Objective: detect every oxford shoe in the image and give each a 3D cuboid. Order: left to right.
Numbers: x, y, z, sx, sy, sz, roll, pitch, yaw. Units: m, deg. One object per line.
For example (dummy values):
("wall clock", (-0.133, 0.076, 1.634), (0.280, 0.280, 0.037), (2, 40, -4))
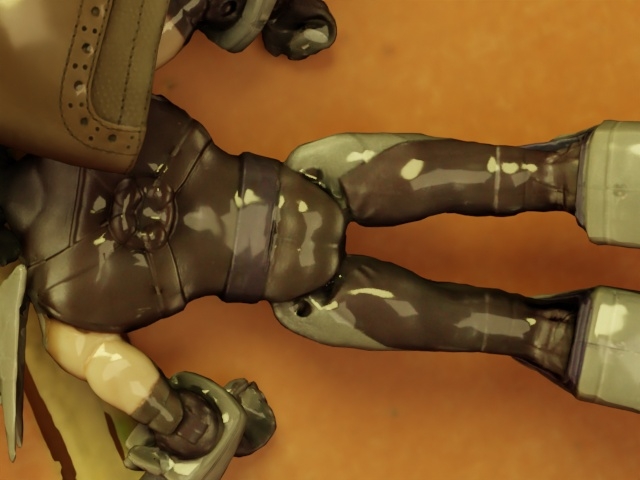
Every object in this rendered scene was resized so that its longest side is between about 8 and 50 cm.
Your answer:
("oxford shoe", (-0.037, -0.140, 0.532), (0.098, 0.097, 0.271), (29, 71, -8))

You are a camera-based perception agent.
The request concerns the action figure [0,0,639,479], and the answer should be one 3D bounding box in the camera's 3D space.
("action figure", (0.000, 0.000, 0.578), (0.285, 0.099, 0.185), (8, 101, 0))
